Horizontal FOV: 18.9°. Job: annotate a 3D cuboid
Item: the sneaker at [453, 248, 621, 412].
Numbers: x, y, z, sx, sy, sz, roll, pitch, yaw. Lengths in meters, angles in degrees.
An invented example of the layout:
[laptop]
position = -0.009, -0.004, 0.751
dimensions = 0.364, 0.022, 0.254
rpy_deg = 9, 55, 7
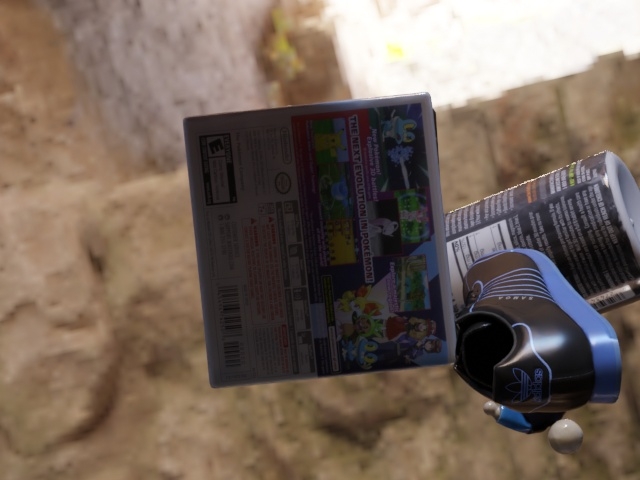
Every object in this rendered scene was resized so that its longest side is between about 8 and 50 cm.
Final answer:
[sneaker]
position = 0.128, 0.060, 1.348
dimensions = 0.232, 0.090, 0.081
rpy_deg = -138, -134, -70

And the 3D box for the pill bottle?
[pill bottle]
position = 0.161, 0.024, 1.652
dimensions = 0.130, 0.246, 0.130
rpy_deg = 54, 24, -37

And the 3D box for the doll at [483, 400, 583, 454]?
[doll]
position = 0.218, 0.153, 2.061
dimensions = 0.189, 0.129, 0.046
rpy_deg = 50, -33, 29

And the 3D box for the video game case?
[video game case]
position = 0.000, 0.000, 1.405
dimensions = 0.023, 0.183, 0.201
rpy_deg = 5, 79, -89

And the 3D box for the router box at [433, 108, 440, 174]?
[router box]
position = 0.071, -0.074, 1.924
dimensions = 0.038, 0.092, 0.122
rpy_deg = 36, 48, -60
